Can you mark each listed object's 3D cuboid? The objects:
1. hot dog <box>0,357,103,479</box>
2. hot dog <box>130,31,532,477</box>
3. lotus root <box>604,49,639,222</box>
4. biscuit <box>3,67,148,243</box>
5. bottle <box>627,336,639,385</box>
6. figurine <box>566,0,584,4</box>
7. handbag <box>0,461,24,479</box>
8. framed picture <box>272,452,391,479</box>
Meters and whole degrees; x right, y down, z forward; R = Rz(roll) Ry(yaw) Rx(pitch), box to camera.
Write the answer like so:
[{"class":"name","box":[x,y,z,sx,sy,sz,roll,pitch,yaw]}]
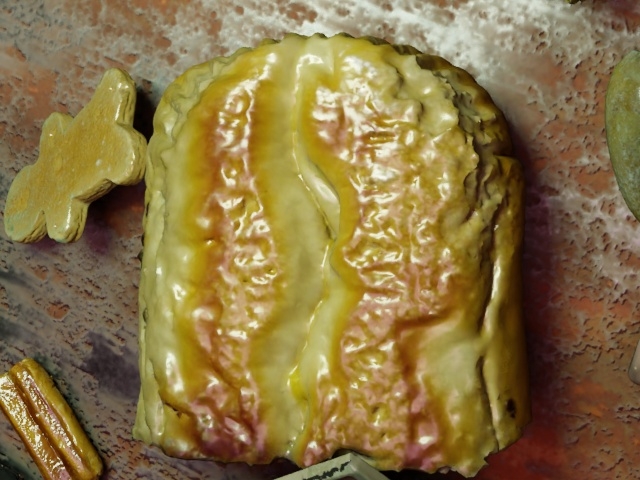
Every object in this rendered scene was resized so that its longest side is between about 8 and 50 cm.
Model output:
[{"class":"hot dog","box":[-0.296,0.207,1.108,0.071,0.045,0.165,-36,85,18]},{"class":"hot dog","box":[0.000,0.000,0.904,0.367,0.196,0.365,0,99,14]},{"class":"lotus root","box":[0.300,-0.068,0.840,0.113,0.088,0.192,-11,94,14]},{"class":"biscuit","box":[-0.252,-0.071,1.030,0.234,0.030,0.153,-36,53,34]},{"class":"bottle","box":[0.338,0.121,0.869,0.140,0.053,0.053,19,103,16]},{"class":"figurine","box":[0.107,-0.338,0.854,0.315,0.168,0.187,25,116,24]},{"class":"handbag","box":[-0.451,0.304,1.118,0.215,0.155,0.169,23,111,13]},{"class":"framed picture","box":[-0.009,0.286,0.933,0.289,0.016,0.213,-27,125,35]}]
